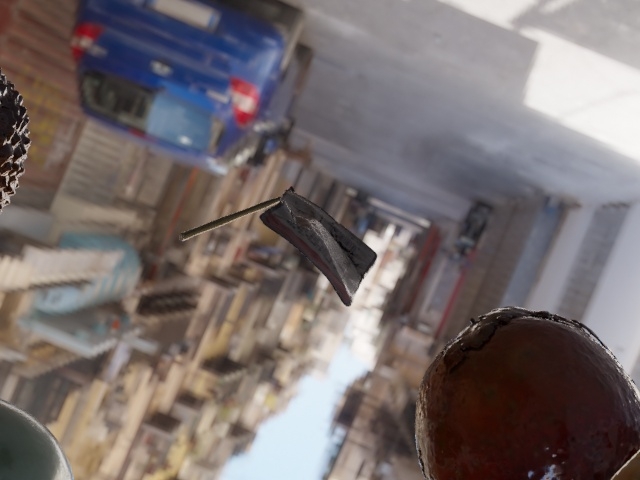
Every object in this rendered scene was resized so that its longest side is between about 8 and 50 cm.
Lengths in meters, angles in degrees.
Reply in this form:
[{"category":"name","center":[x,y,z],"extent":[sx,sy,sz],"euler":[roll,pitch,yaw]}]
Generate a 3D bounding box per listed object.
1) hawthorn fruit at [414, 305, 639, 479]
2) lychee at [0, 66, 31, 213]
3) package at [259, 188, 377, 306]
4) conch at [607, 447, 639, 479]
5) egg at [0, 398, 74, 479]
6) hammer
[{"category":"hawthorn fruit","center":[0.256,0.238,1.710],"extent":[0.316,0.316,0.316],"euler":[23,-179,0]},{"category":"lychee","center":[-0.475,-0.115,1.677],"extent":[0.276,0.275,0.304],"euler":[23,169,-37]},{"category":"package","center":[0.000,0.000,1.787],"extent":[0.154,0.030,0.239],"euler":[43,-168,-1]},{"category":"conch","center":[0.325,0.220,1.205],"extent":[0.127,0.255,0.158],"euler":[56,170,-15]},{"category":"egg","center":[-0.461,0.319,1.741],"extent":[0.276,0.276,0.389],"euler":[23,-174,29]},{"category":"hammer","center":[-0.129,-0.040,2.216],"extent":[0.199,0.013,0.062],"euler":[-22,170,-26]}]
